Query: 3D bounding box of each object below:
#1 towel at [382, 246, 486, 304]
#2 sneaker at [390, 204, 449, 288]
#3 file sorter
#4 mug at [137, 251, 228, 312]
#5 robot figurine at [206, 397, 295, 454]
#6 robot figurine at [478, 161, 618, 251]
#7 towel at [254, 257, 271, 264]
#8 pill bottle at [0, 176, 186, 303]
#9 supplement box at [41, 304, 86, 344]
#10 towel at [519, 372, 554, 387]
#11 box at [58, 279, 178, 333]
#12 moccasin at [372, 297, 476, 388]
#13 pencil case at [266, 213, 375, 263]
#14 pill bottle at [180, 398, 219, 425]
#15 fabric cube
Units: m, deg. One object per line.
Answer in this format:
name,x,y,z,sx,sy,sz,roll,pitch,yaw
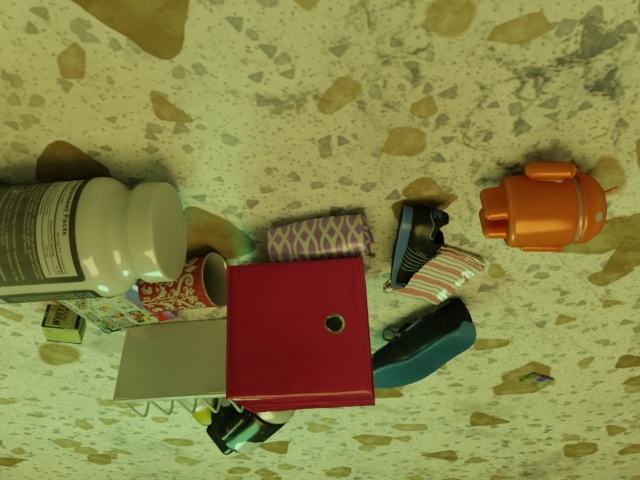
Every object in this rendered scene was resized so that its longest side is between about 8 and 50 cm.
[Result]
towel,0.239,0.079,1.354,0.144,0.029,0.197,17,141,-19
sneaker,0.188,0.023,1.234,0.090,0.081,0.232,7,143,4
file sorter,-0.328,0.323,1.567,0.277,0.193,0.173,-6,146,9
mug,-0.278,0.109,1.332,0.169,0.113,0.150,-11,120,22
robot figurine,-0.189,0.465,1.742,0.173,0.209,0.278,34,115,-28
robot figurine,0.386,-0.054,1.087,0.219,0.158,0.128,-3,-177,6
towel,-0.116,0.083,1.369,0.148,0.027,0.110,-25,135,33
pill bottle,-0.433,-0.001,1.107,0.362,0.210,0.210,-4,144,6
supplement box,-0.610,0.201,1.516,0.083,0.056,0.083,6,144,-7
towel,0.609,0.394,1.794,0.083,0.009,0.060,17,140,-21
box,-0.469,0.097,1.371,0.200,0.057,0.293,-13,141,20
moccasin,0.235,0.252,1.521,0.137,0.117,0.342,29,132,-33
pencil case,0.000,0.000,1.213,0.206,0.087,0.088,-6,177,11
pill bottle,-0.338,0.450,1.812,0.103,0.103,0.184,-5,144,8
fabric cube,-0.031,0.191,1.239,0.258,0.254,0.259,-4,160,5
